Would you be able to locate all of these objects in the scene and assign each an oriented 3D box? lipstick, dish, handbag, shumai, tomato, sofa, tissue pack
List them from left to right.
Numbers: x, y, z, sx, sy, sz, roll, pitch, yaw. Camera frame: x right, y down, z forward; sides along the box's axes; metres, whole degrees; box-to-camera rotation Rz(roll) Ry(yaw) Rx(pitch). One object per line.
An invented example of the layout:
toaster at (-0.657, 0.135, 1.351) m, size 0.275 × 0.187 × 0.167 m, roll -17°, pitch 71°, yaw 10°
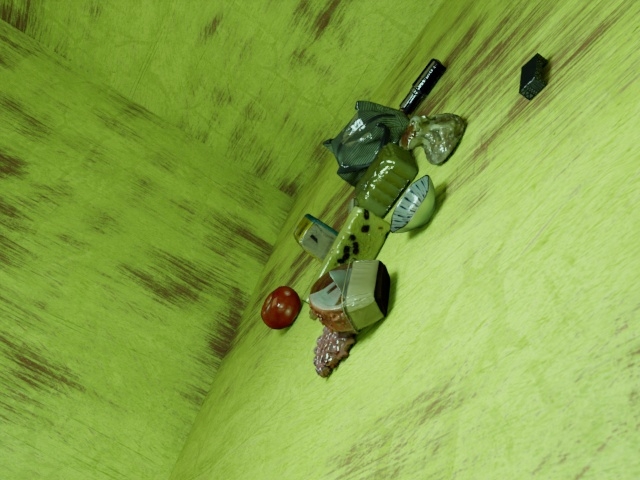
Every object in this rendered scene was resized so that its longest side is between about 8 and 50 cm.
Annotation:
tomato at (-0.162, 0.284, 2.330) m, size 0.195 × 0.136 × 0.195 m, roll -53°, pitch 15°, yaw 20°
tissue pack at (0.000, 0.000, 2.227) m, size 0.134 × 0.192 × 0.271 m, roll -57°, pitch 10°, yaw 2°
handbag at (0.184, -0.370, 2.152) m, size 0.341 × 0.240 × 0.247 m, roll -47°, pitch 47°, yaw 28°
lipstick at (0.412, -0.627, 2.358) m, size 0.300 × 0.081 × 0.081 m, roll -52°, pitch 13°, yaw 24°
dish at (0.274, -0.088, 1.568) m, size 0.191 × 0.066 × 0.191 m, roll -55°, pitch 13°, yaw 20°
shumai at (0.342, -0.332, 1.721) m, size 0.161 × 0.153 × 0.209 m, roll 123°, pitch 168°, yaw -50°
sofa at (0.523, -0.404, 1.371) m, size 0.060 × 0.039 × 0.118 m, roll -48°, pitch 16°, yaw 49°

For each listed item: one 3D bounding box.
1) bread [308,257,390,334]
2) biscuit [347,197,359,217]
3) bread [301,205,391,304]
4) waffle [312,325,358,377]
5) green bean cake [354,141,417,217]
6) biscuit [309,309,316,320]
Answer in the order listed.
bread at (0.077, 0.143, 1.508) m, size 0.211 × 0.142 × 0.224 m, roll -13°, pitch 32°, yaw 22°
biscuit at (0.141, -0.115, 2.256) m, size 0.052 × 0.056 × 0.188 m, roll -53°, pitch 13°, yaw 24°
bread at (0.089, 0.067, 1.781) m, size 0.361 × 0.138 × 0.077 m, roll -61°, pitch 13°, yaw -7°
waffle at (0.049, 0.274, 1.622) m, size 0.234 × 0.055 × 0.221 m, roll -53°, pitch 14°, yaw 19°
green bean cake at (0.224, -0.219, 1.985) m, size 0.236 × 0.124 × 0.233 m, roll -55°, pitch 11°, yaw 21°
biscuit at (0.029, 0.181, 2.018) m, size 0.249 × 0.035 × 0.184 m, roll -52°, pitch 13°, yaw 34°
